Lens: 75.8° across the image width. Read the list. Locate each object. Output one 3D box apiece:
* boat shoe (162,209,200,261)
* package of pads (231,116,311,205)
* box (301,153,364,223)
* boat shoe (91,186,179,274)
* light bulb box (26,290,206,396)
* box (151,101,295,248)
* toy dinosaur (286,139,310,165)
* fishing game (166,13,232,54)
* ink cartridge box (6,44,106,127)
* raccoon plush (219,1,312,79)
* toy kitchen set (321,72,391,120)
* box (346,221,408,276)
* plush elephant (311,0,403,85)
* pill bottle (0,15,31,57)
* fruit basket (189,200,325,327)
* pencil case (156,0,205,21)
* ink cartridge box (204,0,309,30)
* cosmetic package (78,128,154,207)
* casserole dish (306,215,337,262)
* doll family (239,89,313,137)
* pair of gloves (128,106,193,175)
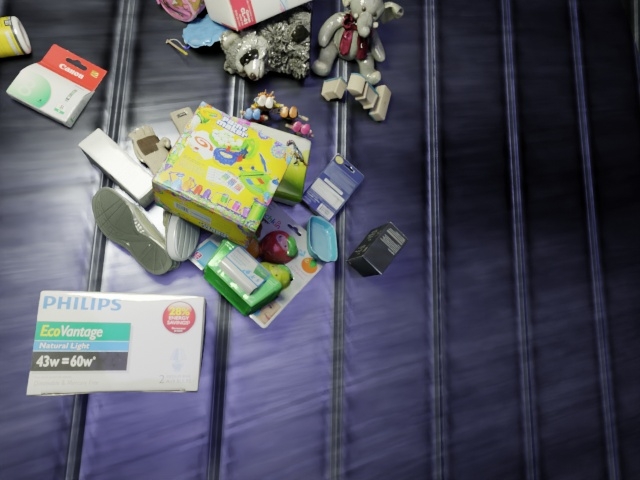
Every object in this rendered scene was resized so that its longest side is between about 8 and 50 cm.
[{"bbox_3d":[-0.432,-0.069,1.254,0.093,0.109,0.303,-14,57,19],"label":"boat shoe"},{"bbox_3d":[-0.188,-0.264,1.372,0.296,0.101,0.230,14,74,-16],"label":"package of pads"},{"bbox_3d":[0.042,-0.185,1.461,0.136,0.036,0.225,40,75,-6],"label":"box"},{"bbox_3d":[-0.557,-0.028,1.247,0.320,0.103,0.118,44,92,1],"label":"boat shoe"},{"bbox_3d":[-0.485,0.256,1.073,0.357,0.361,0.226,4,80,-14],"label":"light bulb box"},{"bbox_3d":[-0.268,-0.178,1.165,0.289,0.177,0.280,27,67,-8],"label":"box"},{"bbox_3d":[-0.082,-0.290,1.349,0.090,0.047,0.082,22,52,-53],"label":"toy dinosaur"},{"bbox_3d":[-0.379,-0.711,1.403,0.189,0.041,0.264,37,71,28],"label":"fishing game"},{"bbox_3d":[-0.806,-0.490,1.269,0.180,0.056,0.225,27,77,-10],"label":"ink cartridge box"},{"bbox_3d":[-0.180,-0.724,1.457,0.298,0.216,0.447,3,49,0],"label":"raccoon plush"},{"bbox_3d":[0.134,-0.548,1.535,0.207,0.165,0.122,30,71,-47],"label":"toy kitchen set"},{"bbox_3d":[0.191,0.035,1.404,0.093,0.156,0.158,43,73,-6],"label":"box"},{"bbox_3d":[0.141,-0.763,1.469,0.271,0.255,0.331,12,78,-13],"label":"plush elephant"},{"bbox_3d":[-0.975,-0.593,1.211,0.183,0.103,0.103,-18,86,-18],"label":"pill bottle"},{"bbox_3d":[-0.176,0.044,1.295,0.327,0.165,0.353,43,63,5],"label":"fruit basket"},{"bbox_3d":[-0.400,-0.931,1.400,0.160,0.167,0.387,44,68,-42],"label":"pencil case"},{"bbox_3d":[-0.202,-0.808,1.324,0.306,0.131,0.226,-30,46,-18],"label":"ink cartridge box"},{"bbox_3d":[-0.602,-0.214,1.246,0.231,0.117,0.086,41,72,-5],"label":"cosmetic package"},{"bbox_3d":[0.000,0.000,1.361,0.114,0.037,0.189,24,42,-28],"label":"casserole dish"},{"bbox_3d":[-0.135,-0.436,1.395,0.262,0.163,0.119,15,100,-9],"label":"doll family"},{"bbox_3d":[-0.474,-0.309,1.328,0.240,0.042,0.204,-36,81,-24],"label":"pair of gloves"}]
